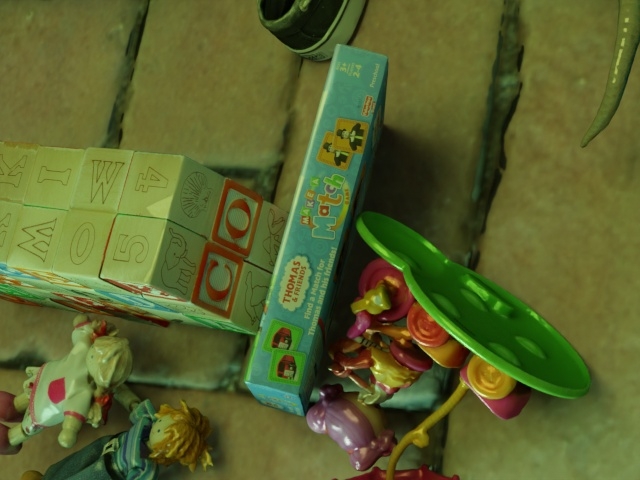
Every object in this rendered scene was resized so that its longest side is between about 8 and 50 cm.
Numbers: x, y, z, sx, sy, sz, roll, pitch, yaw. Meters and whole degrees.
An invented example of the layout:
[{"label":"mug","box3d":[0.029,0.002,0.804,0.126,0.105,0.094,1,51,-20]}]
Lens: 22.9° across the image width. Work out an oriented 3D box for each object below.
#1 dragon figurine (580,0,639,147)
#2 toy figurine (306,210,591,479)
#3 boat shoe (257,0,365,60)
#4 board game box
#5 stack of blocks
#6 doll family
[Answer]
[{"label":"dragon figurine","box3d":[0.195,-0.206,0.981,0.085,0.144,0.289,-12,85,32]},{"label":"toy figurine","box3d":[0.047,0.095,0.954,0.173,0.130,0.159,40,108,19]},{"label":"boat shoe","box3d":[0.010,-0.242,1.139,0.078,0.070,0.219,6,76,37]},{"label":"board game box","box3d":[0.000,0.000,1.005,0.039,0.160,0.211,15,80,4]},{"label":"stack of blocks","box3d":[-0.165,-0.002,1.111,0.297,0.171,0.087,6,77,37]},{"label":"doll family","box3d":[-0.151,0.179,1.090,0.163,0.118,0.263,-29,40,32]}]
